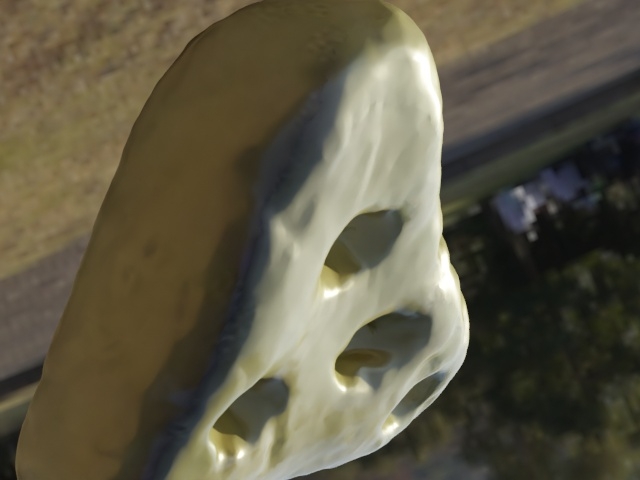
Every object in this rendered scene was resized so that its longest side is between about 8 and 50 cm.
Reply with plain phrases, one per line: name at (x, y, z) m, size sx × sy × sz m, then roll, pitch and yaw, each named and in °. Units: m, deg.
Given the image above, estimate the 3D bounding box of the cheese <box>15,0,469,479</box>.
cheese at (0.000, 0.000, 1.094) m, size 0.351 × 0.129 × 0.328 m, roll -14°, pitch 133°, yaw -53°
